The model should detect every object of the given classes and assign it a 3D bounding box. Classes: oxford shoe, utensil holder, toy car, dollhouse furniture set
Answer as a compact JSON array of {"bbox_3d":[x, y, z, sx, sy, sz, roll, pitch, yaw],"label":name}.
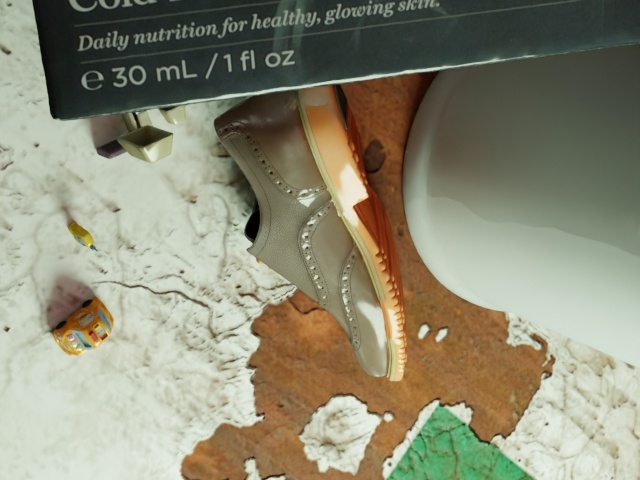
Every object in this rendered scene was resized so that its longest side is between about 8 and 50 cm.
[{"bbox_3d":[0.000,0.000,1.459,0.133,0.130,0.363,-15,123,7],"label":"oxford shoe"},{"bbox_3d":[0.322,-0.041,1.463,0.328,0.385,0.327,-10,109,-30],"label":"utensil holder"},{"bbox_3d":[-0.222,0.049,1.358,0.060,0.040,0.122,-24,116,-24],"label":"toy car"},{"bbox_3d":[-0.153,-0.123,1.309,0.091,0.114,0.081,-27,112,-20],"label":"dollhouse furniture set"}]

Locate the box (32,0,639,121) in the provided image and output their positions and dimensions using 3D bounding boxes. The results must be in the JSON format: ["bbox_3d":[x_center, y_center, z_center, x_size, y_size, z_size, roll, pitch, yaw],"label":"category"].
[{"bbox_3d":[-0.003,-0.381,1.103,0.480,0.297,0.471,-9,116,-7],"label":"box"}]
